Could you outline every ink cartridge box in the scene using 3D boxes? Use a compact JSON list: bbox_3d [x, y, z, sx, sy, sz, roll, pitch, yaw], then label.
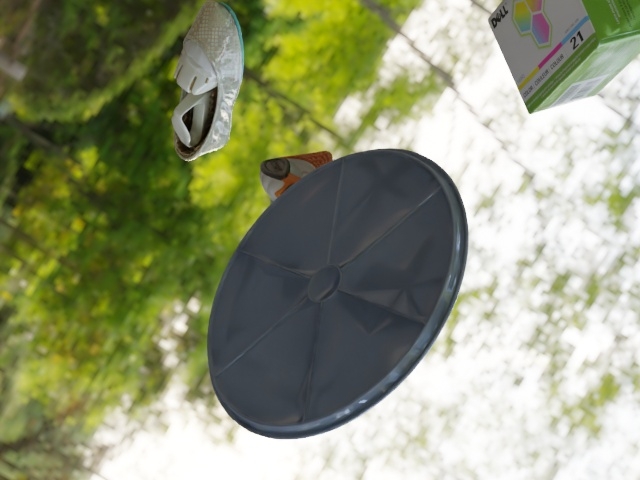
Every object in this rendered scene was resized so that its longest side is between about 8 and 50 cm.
[{"bbox_3d":[0.260,-0.300,1.702,0.097,0.255,0.189,-17,166,-22],"label":"ink cartridge box"}]

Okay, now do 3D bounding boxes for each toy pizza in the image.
[{"bbox_3d":[0.012,0.033,0.933,0.201,0.032,0.201,-25,-134,29],"label":"toy pizza"}]

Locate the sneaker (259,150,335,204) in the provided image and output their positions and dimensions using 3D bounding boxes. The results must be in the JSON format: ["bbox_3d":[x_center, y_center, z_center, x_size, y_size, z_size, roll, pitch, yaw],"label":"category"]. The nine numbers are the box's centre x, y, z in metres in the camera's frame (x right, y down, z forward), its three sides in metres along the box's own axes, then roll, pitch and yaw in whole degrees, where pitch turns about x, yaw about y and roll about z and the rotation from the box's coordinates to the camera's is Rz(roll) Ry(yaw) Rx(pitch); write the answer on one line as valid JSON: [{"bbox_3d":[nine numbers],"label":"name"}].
[{"bbox_3d":[0.000,0.000,1.520,0.262,0.099,0.121,-103,-178,-68],"label":"sneaker"}]

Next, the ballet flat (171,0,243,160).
[{"bbox_3d":[-0.097,-0.125,1.256,0.052,0.057,0.168,-36,153,-28],"label":"ballet flat"}]
